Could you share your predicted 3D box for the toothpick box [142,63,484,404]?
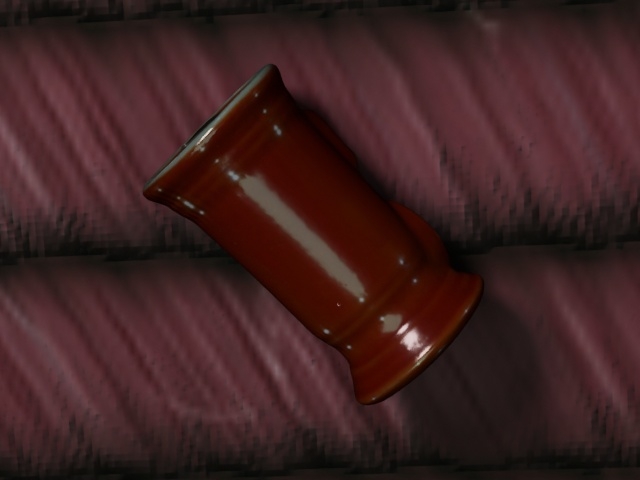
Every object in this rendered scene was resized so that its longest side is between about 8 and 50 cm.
[{"bbox_3d":[0.000,0.000,0.482,0.047,0.047,0.083,-44,97,14],"label":"toothpick box"}]
